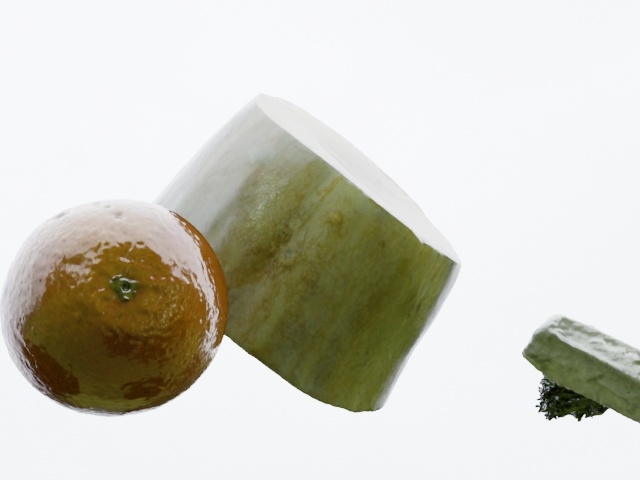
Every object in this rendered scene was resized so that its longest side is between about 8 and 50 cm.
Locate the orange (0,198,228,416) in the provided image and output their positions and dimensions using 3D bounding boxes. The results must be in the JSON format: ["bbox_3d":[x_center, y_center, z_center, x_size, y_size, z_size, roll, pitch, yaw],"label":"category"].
[{"bbox_3d":[-0.174,0.056,1.205,0.206,0.206,0.206,-5,-36,-4],"label":"orange"}]

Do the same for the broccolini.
[{"bbox_3d":[0.304,0.150,1.377,0.201,0.058,0.074,-2,11,25],"label":"broccolini"}]

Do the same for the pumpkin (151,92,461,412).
[{"bbox_3d":[0.000,0.000,1.460,0.332,0.332,0.199,26,-68,-37],"label":"pumpkin"}]

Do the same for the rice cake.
[{"bbox_3d":[0.275,0.124,1.064,0.057,0.256,0.052,-10,-57,-60],"label":"rice cake"}]
